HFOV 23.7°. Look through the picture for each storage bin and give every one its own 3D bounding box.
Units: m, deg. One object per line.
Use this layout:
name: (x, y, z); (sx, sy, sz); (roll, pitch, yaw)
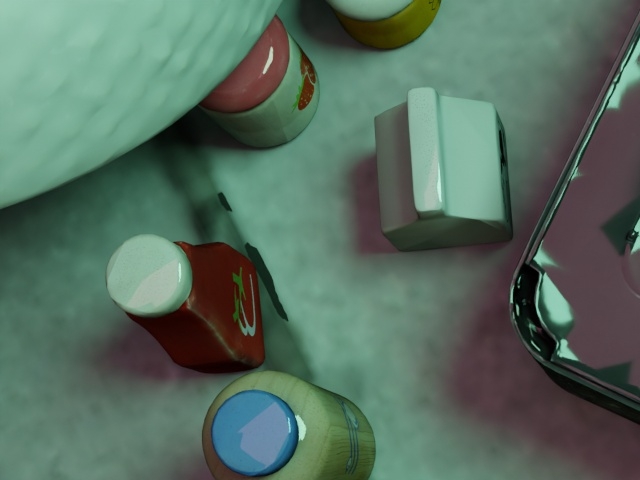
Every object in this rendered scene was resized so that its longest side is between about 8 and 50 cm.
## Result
storage bin: (0.146, -0.021, 0.456); (0.122, 0.084, 0.180); (25, 87, 16)

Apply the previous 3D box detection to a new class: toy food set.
toy food set: (0.000, 0.000, 0.474); (0.111, 0.104, 0.232); (-5, 79, 12)

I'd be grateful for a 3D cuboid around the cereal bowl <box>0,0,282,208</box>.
cereal bowl: (-0.160, -0.166, 0.440); (0.339, 0.141, 0.339); (5, 52, -6)
